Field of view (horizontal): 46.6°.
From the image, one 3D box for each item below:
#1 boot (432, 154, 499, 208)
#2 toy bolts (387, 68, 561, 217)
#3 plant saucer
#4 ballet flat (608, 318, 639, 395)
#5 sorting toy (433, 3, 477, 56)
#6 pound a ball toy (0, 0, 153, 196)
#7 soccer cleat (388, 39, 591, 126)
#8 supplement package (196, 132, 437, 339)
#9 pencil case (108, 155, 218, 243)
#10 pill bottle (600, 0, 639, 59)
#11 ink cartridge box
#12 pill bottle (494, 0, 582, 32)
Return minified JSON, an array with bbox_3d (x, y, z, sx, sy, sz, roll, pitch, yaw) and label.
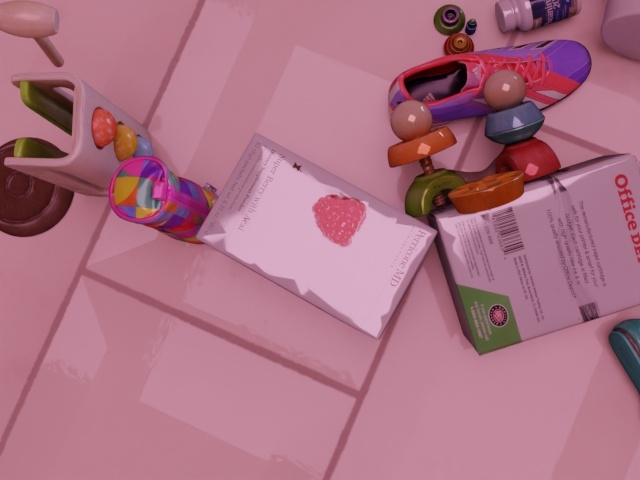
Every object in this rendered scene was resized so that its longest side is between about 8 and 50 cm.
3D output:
[{"bbox_3d":[0.227,-0.092,1.153,0.086,0.042,0.119,22,86,9],"label":"boot"},{"bbox_3d":[0.221,-0.143,1.026,0.228,0.218,0.159,-22,100,-16],"label":"toy bolts"},{"bbox_3d":[-0.491,-0.091,1.223,0.168,0.029,0.169,0,84,4],"label":"plant saucer"},{"bbox_3d":[0.508,0.226,1.078,0.087,0.083,0.247,-20,85,-11],"label":"ballet flat"},{"bbox_3d":[0.218,-0.335,1.177,0.061,0.042,0.102,-17,83,3],"label":"sorting toy"},{"bbox_3d":[-0.337,-0.187,1.072,0.135,0.319,0.208,1,84,5],"label":"pound a ball toy"},{"bbox_3d":[0.260,-0.244,1.127,0.318,0.116,0.109,-11,83,4],"label":"soccer cleat"},{"bbox_3d":[0.000,0.000,1.096,0.292,0.175,0.178,29,86,7],"label":"supplement package"},{"bbox_3d":[-0.217,-0.054,1.098,0.104,0.236,0.105,-2,83,14],"label":"pencil case"},{"bbox_3d":[0.541,-0.459,1.077,0.210,0.210,0.363,16,85,7],"label":"pill bottle"},{"bbox_3d":[0.326,0.016,1.077,0.289,0.121,0.211,-17,95,3],"label":"ink cartridge box"},{"bbox_3d":[0.338,-0.366,1.157,0.120,0.067,0.067,-18,83,3],"label":"pill bottle"}]
